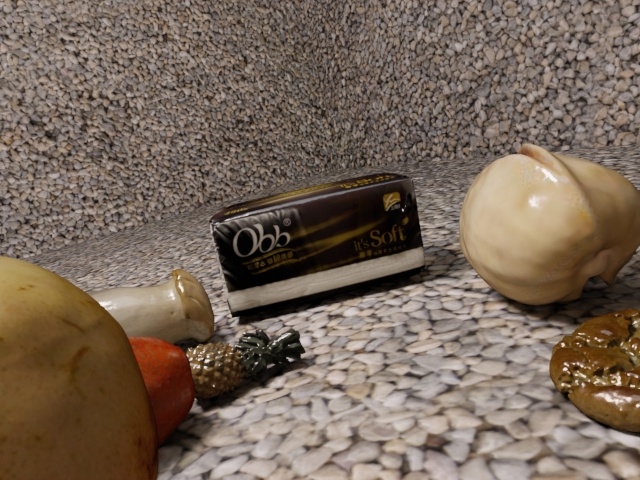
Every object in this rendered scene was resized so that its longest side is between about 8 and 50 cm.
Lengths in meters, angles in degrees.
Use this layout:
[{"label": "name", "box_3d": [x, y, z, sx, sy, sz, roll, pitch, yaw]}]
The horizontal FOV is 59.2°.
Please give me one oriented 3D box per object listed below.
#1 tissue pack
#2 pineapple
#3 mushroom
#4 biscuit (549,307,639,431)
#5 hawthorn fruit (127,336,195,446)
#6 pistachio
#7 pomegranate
[{"label": "tissue pack", "box_3d": [0.000, 0.000, 1.045, 0.369, 0.198, 0.210, -13, 8, -3]}, {"label": "pineapple", "box_3d": [-0.097, 0.157, 0.741, 0.159, 0.074, 0.074, -13, 11, -25]}, {"label": "mushroom", "box_3d": [-0.374, 0.153, 0.882, 0.407, 0.138, 0.154, -14, 0, -19]}, {"label": "biscuit", "box_3d": [0.335, 0.114, 0.547, 0.225, 0.042, 0.226, -13, 13, 3]}, {"label": "hawthorn fruit", "box_3d": [-0.211, 0.170, 0.638, 0.132, 0.133, 0.138, -1, 7, 43]}, {"label": "pistachio", "box_3d": [0.305, -0.026, 0.778, 0.229, 0.230, 0.309, -12, 12, 1]}, {"label": "pomegranate", "box_3d": [-0.276, 0.158, 0.392, 0.319, 0.319, 0.319, -12, 12, 3]}]
